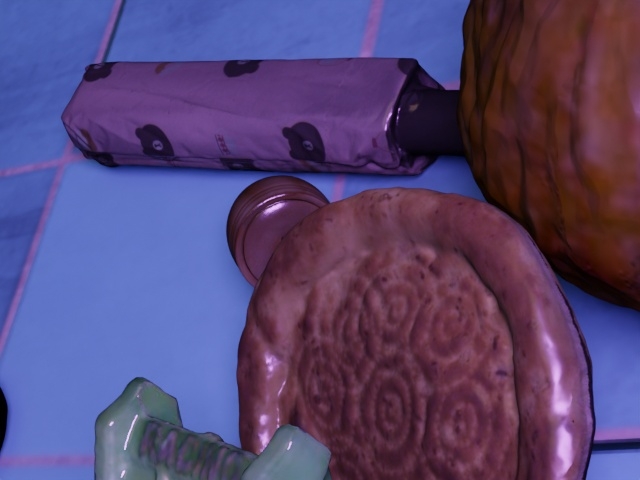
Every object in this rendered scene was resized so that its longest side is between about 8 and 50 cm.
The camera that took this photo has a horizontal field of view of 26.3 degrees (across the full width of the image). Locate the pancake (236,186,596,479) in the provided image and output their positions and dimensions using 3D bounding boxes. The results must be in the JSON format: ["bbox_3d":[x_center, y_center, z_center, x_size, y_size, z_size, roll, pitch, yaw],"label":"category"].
[{"bbox_3d":[0.033,0.090,0.666,0.250,0.031,0.250,-14,72,50],"label":"pancake"}]

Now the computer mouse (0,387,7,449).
[{"bbox_3d":[-0.309,0.155,0.878,0.233,0.096,0.137,-48,45,-8],"label":"computer mouse"}]

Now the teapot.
[{"bbox_3d":[0.000,0.000,0.825,0.110,0.085,0.080,-11,21,-9],"label":"teapot"}]

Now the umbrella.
[{"bbox_3d":[-0.034,-0.080,0.888,0.337,0.067,0.073,4,74,36],"label":"umbrella"}]

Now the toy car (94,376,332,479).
[{"bbox_3d":[-0.081,0.257,0.566,0.213,0.176,0.358,10,64,54],"label":"toy car"}]

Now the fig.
[{"bbox_3d":[0.178,-0.133,0.585,0.286,0.368,0.286,-11,54,15],"label":"fig"}]
